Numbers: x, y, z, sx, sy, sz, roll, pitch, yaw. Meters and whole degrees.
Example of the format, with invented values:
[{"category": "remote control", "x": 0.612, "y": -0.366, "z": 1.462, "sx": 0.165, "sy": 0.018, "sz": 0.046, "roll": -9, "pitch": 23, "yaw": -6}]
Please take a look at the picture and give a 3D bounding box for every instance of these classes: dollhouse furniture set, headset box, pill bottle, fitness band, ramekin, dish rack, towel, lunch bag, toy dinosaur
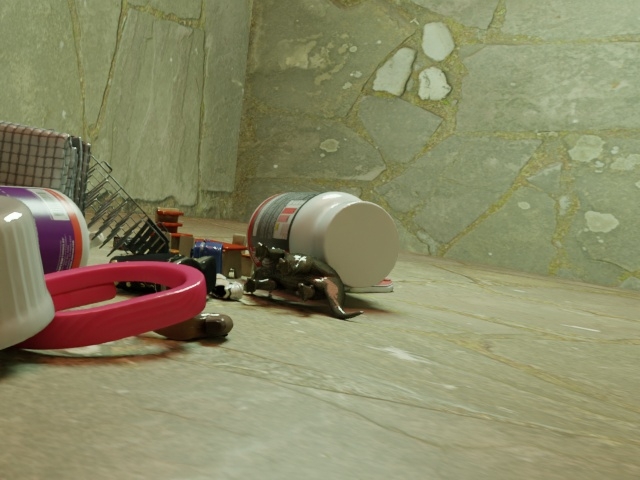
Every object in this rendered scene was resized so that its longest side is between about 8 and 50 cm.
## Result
[{"category": "dollhouse furniture set", "x": -0.283, "y": 0.004, "z": 2.012, "sx": 0.259, "sy": 0.135, "sz": 0.262, "roll": 9, "pitch": 5, "yaw": 37}, {"category": "headset box", "x": -0.519, "y": 0.009, "z": 2.331, "sx": 0.062, "sy": 0.032, "sz": 0.083, "roll": 4, "pitch": 3, "yaw": -32}, {"category": "pill bottle", "x": 0.000, "y": 0.000, "z": 1.828, "sx": 0.210, "sy": 0.210, "sz": 0.363, "roll": 4, "pitch": 0, "yaw": -27}, {"category": "fitness band", "x": -0.287, "y": 0.079, "z": 1.128, "sx": 0.209, "sy": 0.054, "sz": 0.291, "roll": 8, "pitch": 16, "yaw": 43}, {"category": "pill bottle", "x": -0.500, "y": 0.008, "z": 1.237, "sx": 0.182, "sy": 0.181, "sz": 0.323, "roll": 8, "pitch": 4, "yaw": 26}, {"category": "ramekin", "x": -0.438, "y": 0.033, "z": 0.933, "sx": 0.277, "sy": 0.135, "sz": 0.277, "roll": -1, "pitch": 14, "yaw": 0}, {"category": "dish rack", "x": -0.406, "y": -0.046, "z": 1.639, "sx": 0.074, "sy": 0.271, "sz": 0.208, "roll": -45, "pitch": 5, "yaw": -29}, {"category": "towel", "x": -0.525, "y": -0.061, "z": 1.482, "sx": 0.235, "sy": 0.283, "sz": 0.121, "roll": 8, "pitch": 3, "yaw": 15}, {"category": "lunch bag", "x": -0.236, "y": 0.044, "z": 1.765, "sx": 0.065, "sy": 0.098, "sz": 0.067, "roll": 3, "pitch": 9, "yaw": -2}, {"category": "toy dinosaur", "x": -0.035, "y": 0.065, "z": 1.610, "sx": 0.314, "sy": 0.120, "sz": 0.160, "roll": 8, "pitch": 6, "yaw": 34}]

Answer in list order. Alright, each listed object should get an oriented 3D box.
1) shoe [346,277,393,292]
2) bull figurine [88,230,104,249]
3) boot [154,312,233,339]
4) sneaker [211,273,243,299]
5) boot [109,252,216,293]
[{"category": "shoe", "x": 0.114, "y": 0.076, "z": 1.990, "sx": 0.064, "sy": 0.081, "sz": 0.178, "roll": 9, "pitch": 5, "yaw": 40}, {"category": "bull figurine", "x": -0.584, "y": 0.010, "z": 1.687, "sx": 0.311, "sy": 0.101, "sz": 0.188, "roll": 5, "pitch": 6, "yaw": -18}, {"category": "boot", "x": -0.183, "y": 0.119, "z": 1.217, "sx": 0.119, "sy": 0.042, "sz": 0.087, "roll": 7, "pitch": -3, "yaw": -5}, {"category": "sneaker", "x": -0.194, "y": 0.087, "z": 1.629, "sx": 0.044, "sy": 0.040, "sz": 0.109, "roll": 0, "pitch": 7, "yaw": -44}, {"category": "boot", "x": -0.296, "y": 0.067, "z": 1.512, "sx": 0.179, "sy": 0.085, "sz": 0.236, "roll": 2, "pitch": 5, "yaw": 11}]
